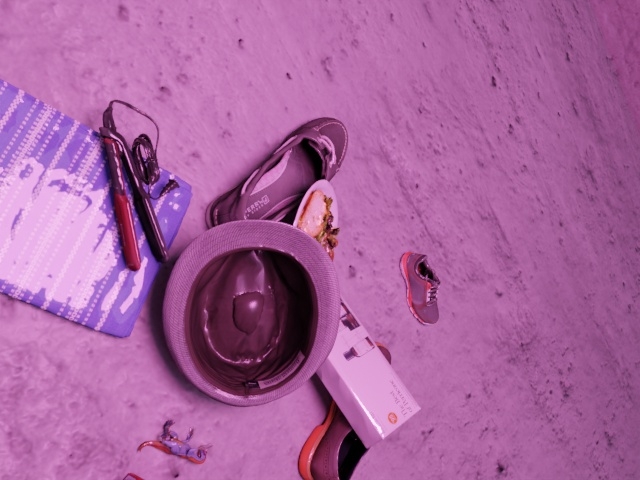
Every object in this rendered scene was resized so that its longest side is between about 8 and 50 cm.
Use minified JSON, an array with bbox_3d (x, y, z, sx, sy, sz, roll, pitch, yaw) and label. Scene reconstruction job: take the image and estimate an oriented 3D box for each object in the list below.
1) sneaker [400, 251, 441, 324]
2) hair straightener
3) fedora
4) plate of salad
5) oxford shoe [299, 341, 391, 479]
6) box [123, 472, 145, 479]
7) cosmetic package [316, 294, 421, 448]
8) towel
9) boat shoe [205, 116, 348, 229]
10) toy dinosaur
[{"bbox_3d":[0.208,0.098,1.170,0.061,0.065,0.157,-31,105,-37],"label":"sneaker"},{"bbox_3d":[-0.240,-0.078,0.798,0.089,0.047,0.230,-15,91,-36],"label":"hair straightener"},{"bbox_3d":[-0.100,0.094,0.854,0.244,0.124,0.275,-4,103,-11],"label":"fedora"},{"bbox_3d":[0.000,0.000,0.973,0.200,0.048,0.199,10,90,-70],"label":"plate of salad"},{"bbox_3d":[0.070,0.299,1.017,0.097,0.098,0.271,44,61,-27],"label":"oxford shoe"},{"bbox_3d":[-0.248,0.442,0.727,0.122,0.128,0.256,48,58,-25],"label":"box"},{"bbox_3d":[0.051,0.206,0.969,0.099,0.060,0.239,-25,72,-37],"label":"cosmetic package"},{"bbox_3d":[-0.348,-0.041,0.762,0.336,0.040,0.243,31,69,-30],"label":"towel"},{"bbox_3d":[-0.040,-0.106,0.970,0.335,0.096,0.112,-43,112,-33],"label":"boat shoe"},{"bbox_3d":[-0.201,0.297,0.851,0.090,0.047,0.082,-24,113,-4],"label":"toy dinosaur"}]
